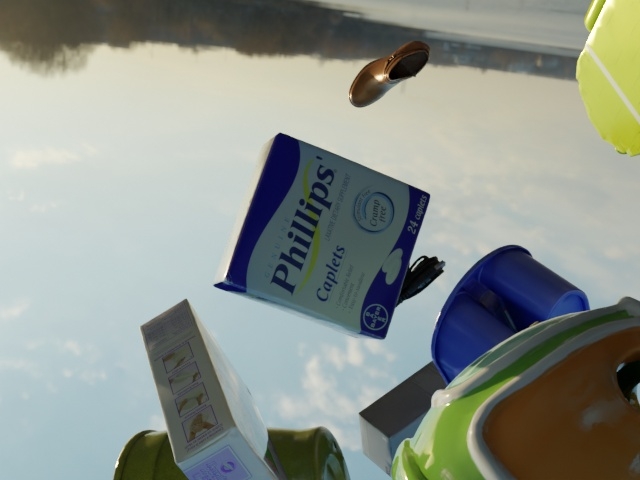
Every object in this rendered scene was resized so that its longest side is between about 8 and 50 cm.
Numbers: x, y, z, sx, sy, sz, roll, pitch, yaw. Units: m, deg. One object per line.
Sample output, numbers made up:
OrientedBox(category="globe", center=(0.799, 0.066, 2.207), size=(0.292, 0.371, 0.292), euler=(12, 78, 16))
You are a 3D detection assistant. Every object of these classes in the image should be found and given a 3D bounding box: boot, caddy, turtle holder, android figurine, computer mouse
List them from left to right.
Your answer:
OrientedBox(category="computer mouse", center=(0.100, 0.026, 1.357), size=(0.188, 0.272, 0.072), euler=(-35, -143, -3))
OrientedBox(category="boot", center=(0.135, -0.331, 1.631), size=(0.073, 0.197, 0.152), euler=(46, -166, -14))
OrientedBox(category="caddy", center=(0.305, 0.158, 1.336), size=(0.179, 0.241, 0.341), euler=(37, 167, 39))
OrientedBox(category="turtle holder", center=(0.202, 0.176, 0.554), size=(0.320, 0.227, 0.243), euler=(33, -177, -37))
OrientedBox(category="android figurine", center=(0.398, -0.216, 0.995), size=(0.056, 0.273, 0.248), euler=(-15, -122, -12))

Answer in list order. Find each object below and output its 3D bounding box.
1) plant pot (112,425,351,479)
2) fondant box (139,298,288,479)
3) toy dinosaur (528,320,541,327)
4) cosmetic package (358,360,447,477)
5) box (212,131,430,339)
OrientedBox(category="plant pot", center=(-0.130, 0.486, 1.468), size=(0.353, 0.366, 0.366), euler=(-16, -169, 12))
OrientedBox(category="fondant box", center=(-0.152, 0.271, 1.217), size=(0.096, 0.238, 0.330), euler=(-31, -147, -5))
OrientedBox(category="toy dinosaur", center=(0.270, 0.150, 0.989), size=(0.183, 0.053, 0.093), euler=(-17, -144, 14))
OrientedBox(category="cosmetic package", center=(0.195, 0.350, 1.626), size=(0.238, 0.127, 0.107), euler=(-25, -142, -27))
OrientedBox(category="box", center=(0.000, 0.000, 0.655), size=(0.137, 0.126, 0.072), euler=(20, 171, -12))
